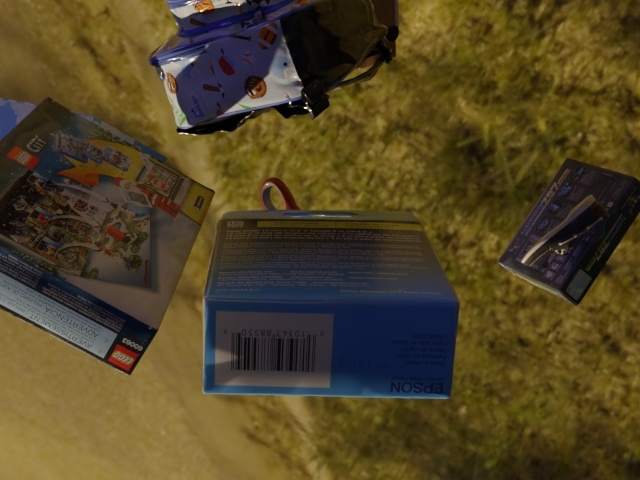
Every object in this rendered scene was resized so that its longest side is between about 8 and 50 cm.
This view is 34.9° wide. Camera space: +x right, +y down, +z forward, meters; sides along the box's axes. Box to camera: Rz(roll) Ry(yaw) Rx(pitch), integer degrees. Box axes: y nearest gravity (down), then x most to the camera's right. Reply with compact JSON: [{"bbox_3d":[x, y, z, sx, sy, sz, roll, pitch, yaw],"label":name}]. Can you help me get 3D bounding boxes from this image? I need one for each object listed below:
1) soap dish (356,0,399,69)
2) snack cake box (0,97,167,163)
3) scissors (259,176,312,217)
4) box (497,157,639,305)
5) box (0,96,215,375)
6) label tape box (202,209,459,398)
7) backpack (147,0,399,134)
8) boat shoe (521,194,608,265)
[{"bbox_3d":[-0.007,-0.435,1.760,0.290,0.118,0.229,29,155,22],"label":"soap dish"},{"bbox_3d":[-0.361,-0.119,1.382,0.264,0.089,0.152,14,169,35],"label":"snack cake box"},{"bbox_3d":[0.000,0.000,1.415,0.297,0.021,0.109,29,116,41],"label":"scissors"},{"bbox_3d":[0.434,-0.020,1.757,0.059,0.233,0.183,36,177,-30],"label":"box"},{"bbox_3d":[-0.173,-0.014,0.743,0.159,0.233,0.044,29,114,-9],"label":"box"},{"bbox_3d":[0.002,0.056,1.140,0.249,0.348,0.115,1,105,-3],"label":"label tape box"},{"bbox_3d":[-0.078,-0.243,1.247,0.263,0.276,0.213,-20,102,30],"label":"backpack"},{"bbox_3d":[0.313,-0.005,1.305,0.038,0.125,0.046,47,-165,3],"label":"boat shoe"}]
